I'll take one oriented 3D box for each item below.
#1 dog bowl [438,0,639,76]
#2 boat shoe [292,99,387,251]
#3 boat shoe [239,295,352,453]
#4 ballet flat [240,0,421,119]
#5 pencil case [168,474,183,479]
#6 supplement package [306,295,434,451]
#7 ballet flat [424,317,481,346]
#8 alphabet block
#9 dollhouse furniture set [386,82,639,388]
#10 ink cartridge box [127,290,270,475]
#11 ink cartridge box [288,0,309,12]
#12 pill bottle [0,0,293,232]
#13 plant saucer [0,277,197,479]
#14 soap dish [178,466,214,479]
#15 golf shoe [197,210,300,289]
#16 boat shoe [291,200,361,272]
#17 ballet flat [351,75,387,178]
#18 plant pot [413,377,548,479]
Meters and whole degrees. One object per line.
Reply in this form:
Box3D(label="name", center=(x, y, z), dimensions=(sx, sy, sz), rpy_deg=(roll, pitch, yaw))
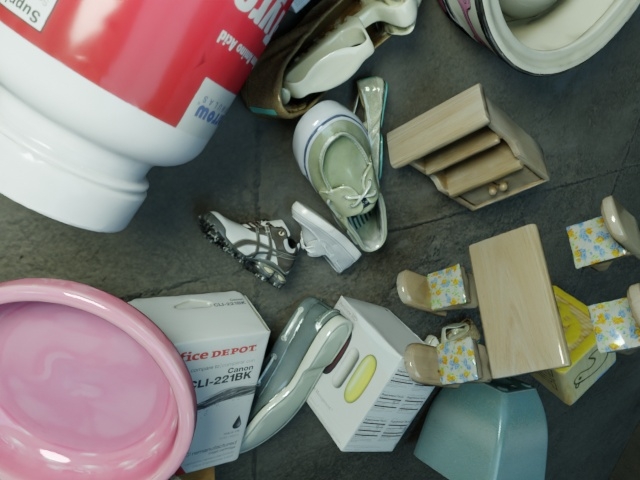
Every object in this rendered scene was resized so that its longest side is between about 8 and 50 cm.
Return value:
Box3D(label="dog bowl", center=(0.321, -0.454, 0.771), dimensions=(0.407, 0.150, 0.409), rpy_deg=(-18, 127, -25))
Box3D(label="boat shoe", center=(0.048, -0.083, 0.801), dimensions=(0.109, 0.094, 0.302), rpy_deg=(-36, 150, -1))
Box3D(label="boat shoe", center=(-0.071, 0.242, 0.989), dimensions=(0.320, 0.099, 0.116), rpy_deg=(-54, 150, 8))
Box3D(label="ballet flat", center=(0.043, -0.274, 0.705), dimensions=(0.342, 0.124, 0.116), rpy_deg=(-42, 132, -6))
Box3D(label="pencil case", center=(-0.242, 0.539, 0.844), dimensions=(0.183, 0.160, 0.411), rpy_deg=(-8, 123, -13))
Box3D(label="supplement package", center=(0.086, 0.250, 1.032), dimensions=(0.149, 0.194, 0.203), rpy_deg=(20, 105, -42))
Box3D(label="ballet flat", center=(0.280, 0.239, 1.267), dimensions=(0.206, 0.073, 0.067), rpy_deg=(-25, 103, -24))
Box3D(label="alphabet block", center=(0.635, 0.275, 1.446), dimensions=(0.192, 0.193, 0.197), rpy_deg=(-42, 134, -7))
Box3D(label="dollhouse furniture set", center=(0.269, 0.005, 0.855), dimensions=(0.362, 0.395, 0.256), rpy_deg=(-24, 149, 38))
Box3D(label="ink cartridge box", center=(-0.211, 0.229, 0.860), dimensions=(0.196, 0.114, 0.273), rpy_deg=(-1, 118, -35))
Box3D(label="ink cartridge box", center=(-0.043, -0.345, 0.664), dimensions=(0.063, 0.029, 0.115), rpy_deg=(-45, 133, -2))
Box3D(label="pill bottle", center=(-0.164, -0.223, 0.518), dimensions=(0.229, 0.229, 0.408), rpy_deg=(25, 103, -43))
Box3D(label="plant saucer", center=(-0.315, 0.188, 0.695), dimensions=(0.331, 0.084, 0.333), rpy_deg=(1, 114, 3))
Box3D(label="soap dish", center=(-0.313, 0.514, 0.973), dimensions=(0.228, 0.118, 0.291), rpy_deg=(-1, 117, -35))
Box3D(label="golf shoe", center=(-0.102, -0.007, 0.822), dimensions=(0.094, 0.077, 0.198), rpy_deg=(-55, 142, -7))
Box3D(label="boat shoe", center=(0.000, 0.000, 0.904), dimensions=(0.063, 0.066, 0.184), rpy_deg=(-49, 144, 0))
Box3D(label="ballet flat", center=(0.072, -0.172, 0.855), dimensions=(0.052, 0.057, 0.169), rpy_deg=(-1, 119, -3))
Box3D(label="plant pot", center=(0.428, 0.470, 1.400), dimensions=(0.247, 0.247, 0.253), rpy_deg=(5, 98, -38))
